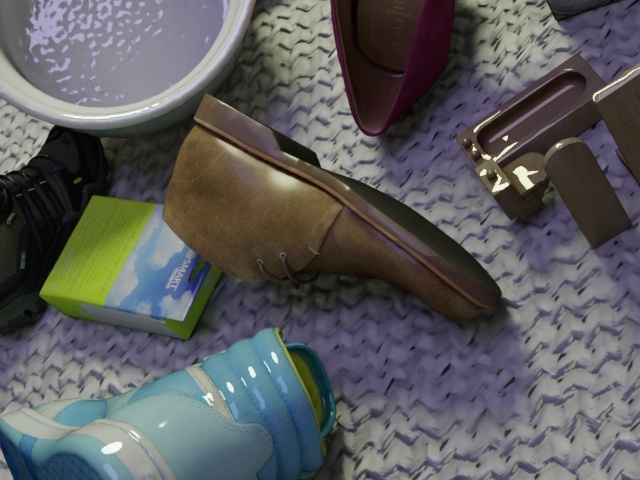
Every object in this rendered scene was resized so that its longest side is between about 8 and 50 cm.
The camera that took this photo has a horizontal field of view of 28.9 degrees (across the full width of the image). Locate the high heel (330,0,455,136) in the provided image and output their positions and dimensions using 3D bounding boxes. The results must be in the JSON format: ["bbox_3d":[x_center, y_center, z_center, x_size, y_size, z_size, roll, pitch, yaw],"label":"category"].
[{"bbox_3d":[0.051,-0.255,0.920,0.127,0.377,0.181,4,54,18],"label":"high heel"}]

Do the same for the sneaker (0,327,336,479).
[{"bbox_3d":[-0.107,0.147,0.907,0.208,0.127,0.319,-25,10,-28],"label":"sneaker"}]

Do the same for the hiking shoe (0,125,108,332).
[{"bbox_3d":[-0.276,-0.033,1.149,0.086,0.114,0.227,-2,57,33],"label":"hiking shoe"}]

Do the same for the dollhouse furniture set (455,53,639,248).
[{"bbox_3d":[0.167,-0.092,0.877,0.144,0.123,0.151,-34,44,8],"label":"dollhouse furniture set"}]

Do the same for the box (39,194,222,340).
[{"bbox_3d":[-0.150,0.022,1.070,0.178,0.042,0.109,8,64,37],"label":"box"}]

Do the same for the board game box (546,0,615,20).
[{"bbox_3d":[0.260,-0.267,0.918,0.243,0.165,0.042,-15,50,25],"label":"board game box"}]

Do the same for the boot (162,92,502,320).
[{"bbox_3d":[0.000,0.000,0.938,0.305,0.112,0.115,31,93,35],"label":"boot"}]

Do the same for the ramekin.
[{"bbox_3d":[-0.193,-0.226,1.140,0.277,0.135,0.277,0,83,0],"label":"ramekin"}]
